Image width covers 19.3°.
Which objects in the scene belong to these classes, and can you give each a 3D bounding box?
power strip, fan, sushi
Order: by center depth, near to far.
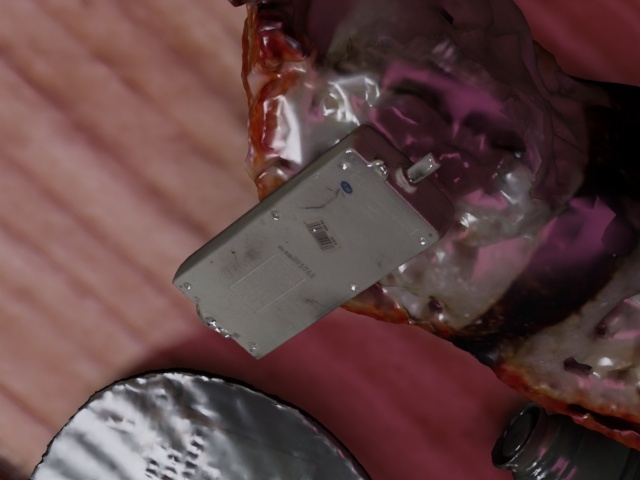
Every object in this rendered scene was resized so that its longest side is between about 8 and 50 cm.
[{"bbox_3d":[0.000,0.000,0.682,0.051,0.019,0.136,43,134,-10],"label":"power strip"},{"bbox_3d":[0.088,-0.016,0.749,0.332,0.124,0.130,27,116,-14],"label":"sushi"},{"bbox_3d":[-0.028,0.202,0.804,0.223,0.012,0.294,-44,85,18],"label":"fan"}]

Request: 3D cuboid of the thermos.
[{"bbox_3d":[0.157,0.138,0.819,0.187,0.083,0.073,35,121,-12],"label":"thermos"}]
